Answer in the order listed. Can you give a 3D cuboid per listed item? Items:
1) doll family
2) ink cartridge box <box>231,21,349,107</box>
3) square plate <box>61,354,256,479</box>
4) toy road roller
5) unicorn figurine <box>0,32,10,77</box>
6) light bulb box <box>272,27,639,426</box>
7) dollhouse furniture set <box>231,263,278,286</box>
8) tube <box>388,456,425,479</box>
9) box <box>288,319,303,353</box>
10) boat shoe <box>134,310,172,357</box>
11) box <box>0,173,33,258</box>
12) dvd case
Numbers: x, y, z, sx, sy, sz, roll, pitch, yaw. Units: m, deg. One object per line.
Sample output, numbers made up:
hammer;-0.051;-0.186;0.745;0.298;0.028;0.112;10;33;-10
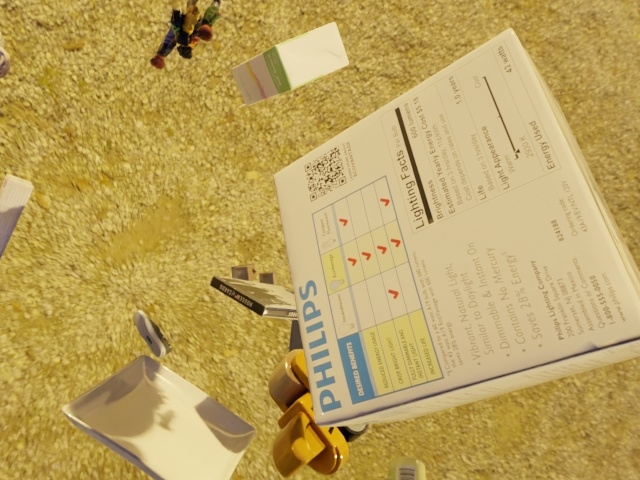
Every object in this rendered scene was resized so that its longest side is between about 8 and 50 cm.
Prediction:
doll family;-0.237;-0.364;0.922;0.075;0.193;0.112;22;68;-26
ink cartridge box;-0.110;-0.482;1.478;0.207;0.353;0.119;-33;110;-27
square plate;-0.331;0.407;1.145;0.347;0.344;0.049;33;98;4
toy road roller;-0.051;0.494;1.459;0.240;0.203;0.330;-23;66;-46
unicorn figurine;-0.381;-0.243;0.547;0.060;0.111;0.162;-80;149;-45
light bulb box;0.164;0.014;0.663;0.225;0.360;0.358;21;50;-50
dollhouse furniture set;-0.179;0.144;1.664;0.123;0.151;0.144;-6;90;-63
tube;0.126;0.447;0.783;0.062;0.070;0.240;15;36;-1
box;0.071;0.188;2.013;0.297;0.472;0.481;6;94;4
boat shoe;-0.434;0.240;1.359;0.040;0.049;0.142;-12;59;-52
box;-0.906;-0.025;1.471;0.067;0.063;0.324;22;95;-42
dvd case;-0.107;0.134;1.196;0.238;0.179;0.030;17;95;-52
